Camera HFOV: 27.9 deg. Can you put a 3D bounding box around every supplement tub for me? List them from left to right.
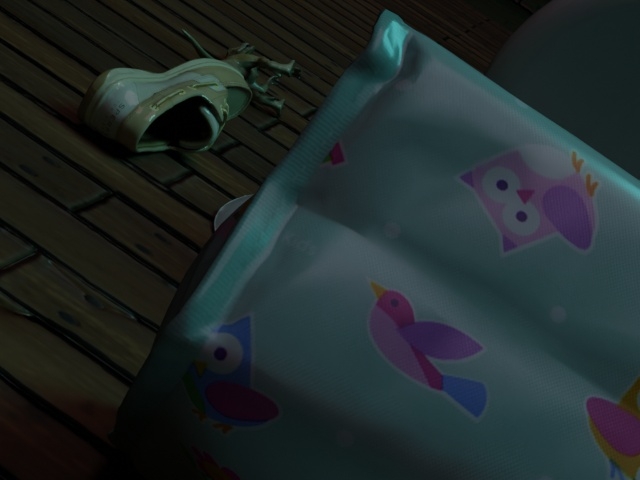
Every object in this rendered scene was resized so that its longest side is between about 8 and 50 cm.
[{"bbox_3d":[0.246,-0.044,0.823,0.235,0.235,0.325,39,19,19],"label":"supplement tub"}]

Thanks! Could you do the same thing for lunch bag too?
[{"bbox_3d":[0.043,0.076,0.470,0.223,0.160,0.262,33,-26,-1],"label":"lunch bag"}]

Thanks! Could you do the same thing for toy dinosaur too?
[{"bbox_3d":[-0.072,-0.149,1.148,0.093,0.053,0.183,19,9,7],"label":"toy dinosaur"}]

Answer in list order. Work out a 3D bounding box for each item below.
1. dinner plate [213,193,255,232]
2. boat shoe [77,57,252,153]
[{"bbox_3d":[0.000,0.000,0.845,0.141,0.017,0.141,13,28,-7],"label":"dinner plate"},{"bbox_3d":[-0.097,-0.088,0.909,0.059,0.063,0.170,42,29,19],"label":"boat shoe"}]
